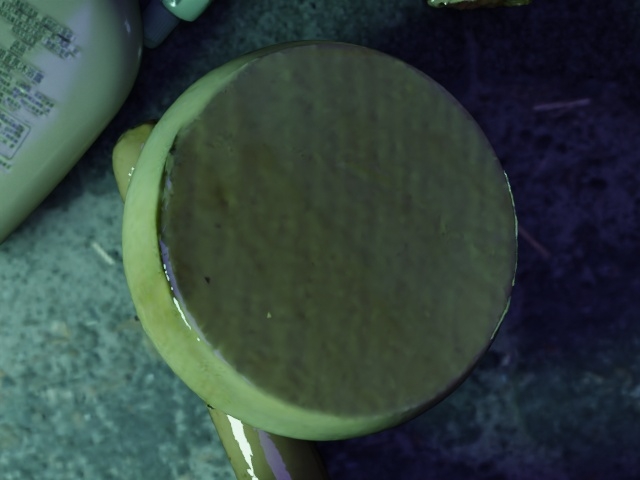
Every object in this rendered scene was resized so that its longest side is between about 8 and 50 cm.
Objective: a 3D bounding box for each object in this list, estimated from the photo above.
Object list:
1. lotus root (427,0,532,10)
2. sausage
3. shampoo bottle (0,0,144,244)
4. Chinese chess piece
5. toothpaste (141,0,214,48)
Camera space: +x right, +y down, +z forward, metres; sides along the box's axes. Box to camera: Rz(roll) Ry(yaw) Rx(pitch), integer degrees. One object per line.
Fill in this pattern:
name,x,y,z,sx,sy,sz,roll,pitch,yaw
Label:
lotus root,0.065,-0.293,1.146,0.131,0.146,0.303,-6,85,-41
sausage,-0.062,0.063,1.181,0.066,0.066,0.301,-21,87,0
shampoo bottle,-0.196,-0.099,1.177,0.127,0.078,0.257,35,91,17
Chinese chess piece,0.000,0.000,1.129,0.251,0.097,0.250,4,79,-19
toothpaste,-0.043,-0.214,1.143,0.255,0.037,0.067,-45,56,31
